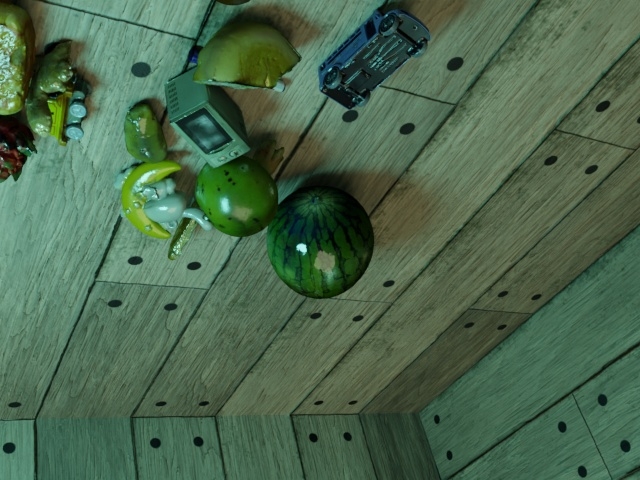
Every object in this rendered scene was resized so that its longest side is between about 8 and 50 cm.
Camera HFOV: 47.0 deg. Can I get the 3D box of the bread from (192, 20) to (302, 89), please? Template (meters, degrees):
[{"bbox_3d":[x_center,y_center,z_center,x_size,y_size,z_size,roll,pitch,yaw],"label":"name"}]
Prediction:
[{"bbox_3d":[-0.177,-0.436,1.733,0.260,0.158,0.156,-2,101,-38],"label":"bread"}]

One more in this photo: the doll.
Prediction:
[{"bbox_3d":[-0.443,-0.110,2.042,0.252,0.111,0.237,-13,110,12],"label":"doll"}]

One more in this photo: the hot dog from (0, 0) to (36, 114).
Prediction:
[{"bbox_3d":[-0.684,-0.403,1.556,0.150,0.153,0.257,4,134,-19],"label":"hot dog"}]

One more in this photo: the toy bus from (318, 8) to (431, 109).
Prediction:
[{"bbox_3d":[0.128,-0.465,1.823,0.125,0.133,0.292,25,131,-37],"label":"toy bus"}]

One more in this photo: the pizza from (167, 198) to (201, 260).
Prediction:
[{"bbox_3d":[-0.378,-0.063,2.166,0.034,0.181,0.262,29,104,-17],"label":"pizza"}]

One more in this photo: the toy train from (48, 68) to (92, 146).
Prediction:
[{"bbox_3d":[-0.621,-0.318,1.760,0.127,0.089,0.219,10,139,-18],"label":"toy train"}]

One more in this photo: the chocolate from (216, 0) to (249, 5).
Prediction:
[{"bbox_3d":[-0.185,-0.572,1.590,0.133,0.127,0.124,-8,177,-33],"label":"chocolate"}]

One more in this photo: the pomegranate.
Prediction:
[{"bbox_3d":[-0.197,-0.151,1.991,0.302,0.236,0.236,-47,153,-23],"label":"pomegranate"}]

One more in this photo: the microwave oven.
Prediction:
[{"bbox_3d":[-0.288,-0.305,1.844,0.129,0.163,0.205,-26,143,12],"label":"microwave oven"}]

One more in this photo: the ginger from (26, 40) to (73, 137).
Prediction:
[{"bbox_3d":[-0.609,-0.340,1.648,0.132,0.214,0.059,-11,164,17],"label":"ginger"}]

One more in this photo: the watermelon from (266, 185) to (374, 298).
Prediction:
[{"bbox_3d":[0.000,0.000,2.238,0.363,0.363,0.363,-11,145,-8],"label":"watermelon"}]

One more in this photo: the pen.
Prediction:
[{"bbox_3d":[-0.204,-0.421,1.834,0.269,0.033,0.033,12,136,-36],"label":"pen"}]

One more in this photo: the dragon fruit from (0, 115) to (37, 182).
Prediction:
[{"bbox_3d":[-0.785,-0.219,1.759,0.188,0.182,0.182,-46,139,9],"label":"dragon fruit"}]

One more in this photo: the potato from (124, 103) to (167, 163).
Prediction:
[{"bbox_3d":[-0.452,-0.271,1.895,0.105,0.085,0.188,-10,140,-13],"label":"potato"}]
